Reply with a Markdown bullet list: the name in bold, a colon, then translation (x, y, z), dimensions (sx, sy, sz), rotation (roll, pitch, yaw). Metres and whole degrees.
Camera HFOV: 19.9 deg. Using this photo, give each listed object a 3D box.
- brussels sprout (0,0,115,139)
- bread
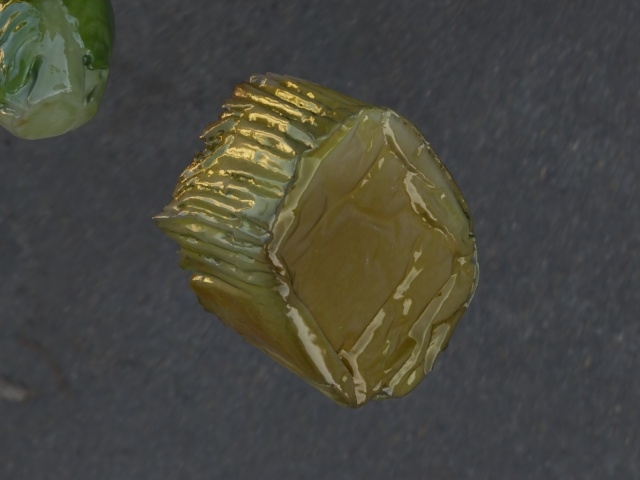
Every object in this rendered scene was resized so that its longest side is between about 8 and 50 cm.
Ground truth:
- **brussels sprout**: translation (-0.266, -0.187, 1.719), dimensions (0.161, 0.181, 0.144), rotation (-33, 145, -1)
- **bread**: translation (0.000, 0.000, 1.285), dimensions (0.133, 0.179, 0.250), rotation (30, 166, 44)
